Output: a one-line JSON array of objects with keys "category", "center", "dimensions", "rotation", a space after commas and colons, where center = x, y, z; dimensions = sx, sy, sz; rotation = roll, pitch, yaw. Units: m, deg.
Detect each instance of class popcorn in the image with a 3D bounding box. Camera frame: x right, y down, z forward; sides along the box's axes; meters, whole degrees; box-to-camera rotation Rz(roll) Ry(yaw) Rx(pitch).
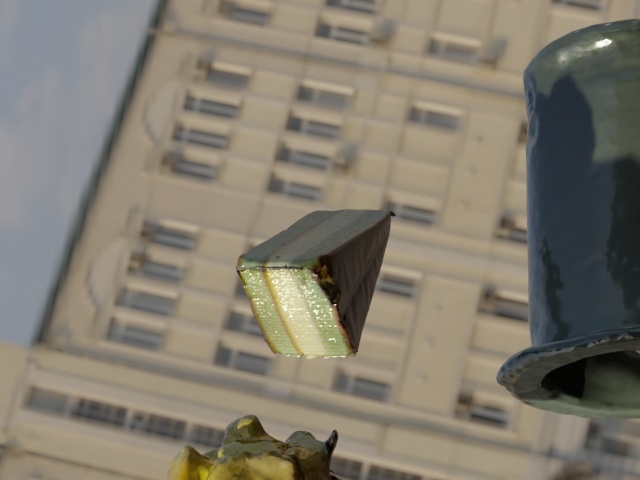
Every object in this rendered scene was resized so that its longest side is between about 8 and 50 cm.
[{"category": "popcorn", "center": [-0.034, 0.193, 1.163], "dimensions": [0.167, 0.152, 0.148], "rotation": [46, -164, -49]}]

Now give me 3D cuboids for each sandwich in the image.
[{"category": "sandwich", "center": [0.000, 0.000, 1.450], "dimensions": [0.113, 0.079, 0.163], "rotation": [69, -150, -44]}]

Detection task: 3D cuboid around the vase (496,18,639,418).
[{"category": "vase", "center": [0.267, -0.021, 1.447], "dimensions": [0.245, 0.245, 0.291], "rotation": [73, -163, -70]}]
